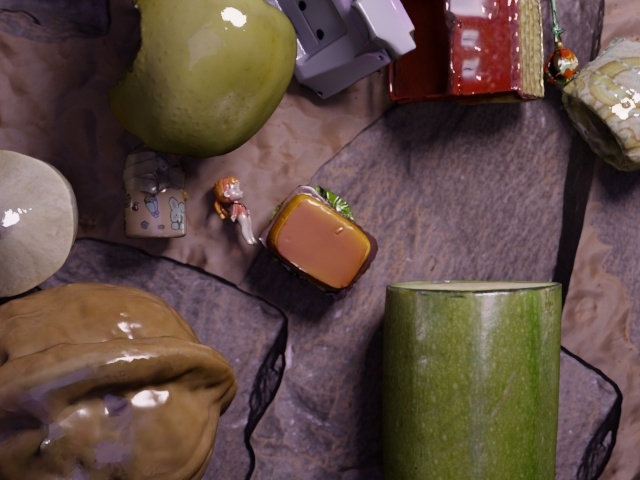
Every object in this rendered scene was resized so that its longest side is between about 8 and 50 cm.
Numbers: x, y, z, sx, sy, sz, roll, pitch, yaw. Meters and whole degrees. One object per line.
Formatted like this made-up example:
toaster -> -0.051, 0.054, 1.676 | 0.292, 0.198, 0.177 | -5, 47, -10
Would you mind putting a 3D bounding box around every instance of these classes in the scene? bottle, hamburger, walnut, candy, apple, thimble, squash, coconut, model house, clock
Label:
bottle -> -0.239, -0.078, 1.669 | 0.098, 0.099, 0.152 | 0, 90, -10
hamburger -> 0.000, 0.000, 1.715 | 0.166, 0.087, 0.137 | 39, 84, -10
walnut -> -0.321, 0.226, 1.551 | 0.383, 0.383, 0.384 | 0, 91, -10
candy -> 0.363, -0.325, 1.780 | 0.049, 0.055, 0.185 | 17, 64, -44
apple -> -0.163, -0.248, 1.596 | 0.279, 0.279, 0.279 | 0, 91, -10
thimble -> 0.468, -0.211, 1.767 | 0.143, 0.137, 0.190 | -35, 78, -7
squash -> 0.214, 0.251, 1.671 | 0.263, 0.263, 0.385 | 0, 92, -10
coconut -> -0.432, -0.026, 1.573 | 0.202, 0.222, 0.202 | -1, 96, -7
model house -> 0.234, -0.300, 1.717 | 0.253, 0.160, 0.196 | -3, 92, -38
clock -> 0.010, -0.338, 1.666 | 0.083, 0.186, 0.253 | -35, 97, -42

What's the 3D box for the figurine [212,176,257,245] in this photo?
figurine -> -0.125, -0.041, 1.709 | 0.047, 0.064, 0.109 | -26, 86, 13
